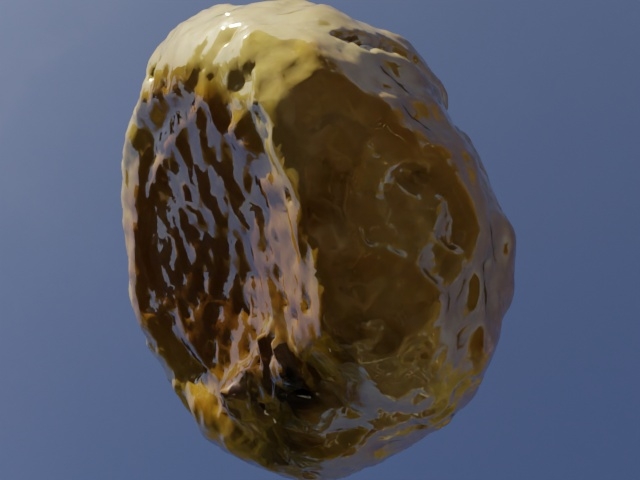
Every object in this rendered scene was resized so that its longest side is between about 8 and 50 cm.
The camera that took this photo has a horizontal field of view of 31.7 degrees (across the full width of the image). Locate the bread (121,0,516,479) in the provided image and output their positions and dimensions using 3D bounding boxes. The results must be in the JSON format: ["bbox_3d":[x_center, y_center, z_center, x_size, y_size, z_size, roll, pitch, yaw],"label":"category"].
[{"bbox_3d":[0.000,0.000,0.547,0.244,0.134,0.245,24,-60,49],"label":"bread"}]
